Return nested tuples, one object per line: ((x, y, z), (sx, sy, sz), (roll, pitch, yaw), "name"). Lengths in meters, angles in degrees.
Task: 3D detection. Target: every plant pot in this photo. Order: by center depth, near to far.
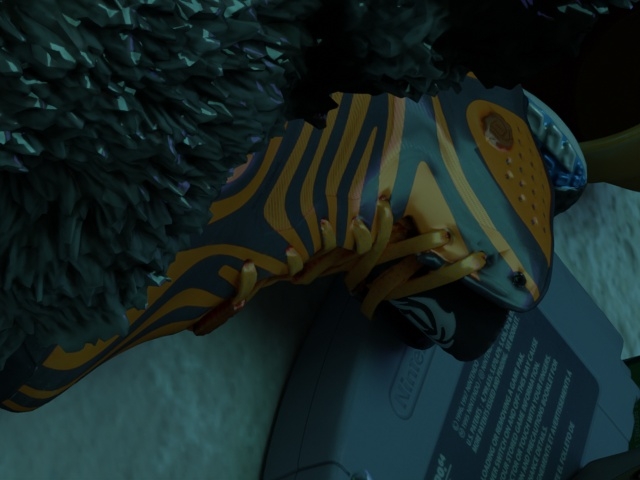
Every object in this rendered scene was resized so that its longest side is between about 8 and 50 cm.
((0.177, -0.115, 1.065), (0.188, 0.205, 0.205), (34, 46, -58), "plant pot")

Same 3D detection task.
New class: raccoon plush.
((-0.110, -0.123, 0.517), (0.216, 0.446, 0.299), (64, 12, 23), "raccoon plush")

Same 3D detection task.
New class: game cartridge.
((0.068, 0.107, 0.916), (0.198, 0.062, 0.297), (46, 41, -20), "game cartridge")

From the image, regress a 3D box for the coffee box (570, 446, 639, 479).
((0.144, 0.182, 0.790), (0.297, 0.168, 0.119), (-29, 95, -52), "coffee box")

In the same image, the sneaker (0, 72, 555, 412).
((0.000, 0.000, 0.781), (0.180, 0.124, 0.321), (52, 55, -11), "sneaker")

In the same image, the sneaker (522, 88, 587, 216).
((0.055, -0.081, 0.944), (0.191, 0.071, 0.083), (32, 30, -3), "sneaker")

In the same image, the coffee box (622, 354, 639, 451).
((0.240, 0.146, 1.119), (0.184, 0.040, 0.113), (28, 52, -41), "coffee box")
